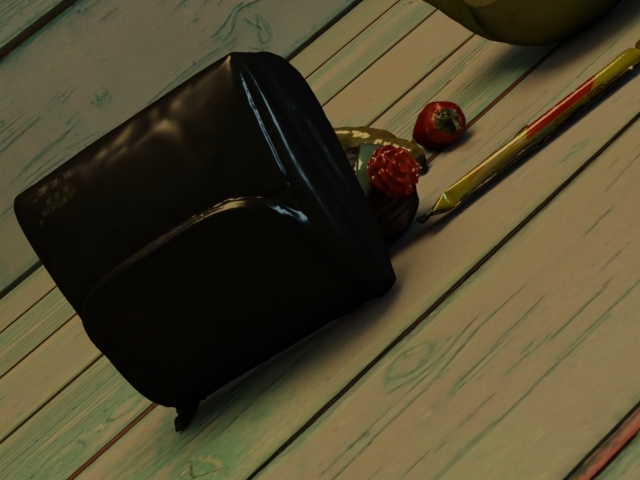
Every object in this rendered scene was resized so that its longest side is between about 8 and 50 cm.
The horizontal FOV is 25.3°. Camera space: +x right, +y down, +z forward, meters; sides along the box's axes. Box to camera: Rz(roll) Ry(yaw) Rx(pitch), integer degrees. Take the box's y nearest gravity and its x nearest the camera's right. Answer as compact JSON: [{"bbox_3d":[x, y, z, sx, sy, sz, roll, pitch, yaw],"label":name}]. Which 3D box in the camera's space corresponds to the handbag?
[{"bbox_3d":[-0.111,0.007,1.323,0.302,0.275,0.178,-30,-10,20],"label":"handbag"}]

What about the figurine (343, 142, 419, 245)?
[{"bbox_3d":[0.000,0.000,1.448,0.245,0.110,0.138,-43,15,-1],"label":"figurine"}]

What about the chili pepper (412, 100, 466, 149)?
[{"bbox_3d":[0.137,-0.137,1.667,0.059,0.050,0.191,-55,7,-4],"label":"chili pepper"}]

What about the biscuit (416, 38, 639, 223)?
[{"bbox_3d":[0.214,-0.106,1.414,0.292,0.026,0.048,-38,-6,-3],"label":"biscuit"}]

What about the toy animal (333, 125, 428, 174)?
[{"bbox_3d":[0.056,-0.100,1.709,0.101,0.103,0.219,-15,6,-8],"label":"toy animal"}]

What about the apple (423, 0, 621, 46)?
[{"bbox_3d":[0.267,-0.418,1.714,0.360,0.320,0.311,-55,-17,1],"label":"apple"}]
